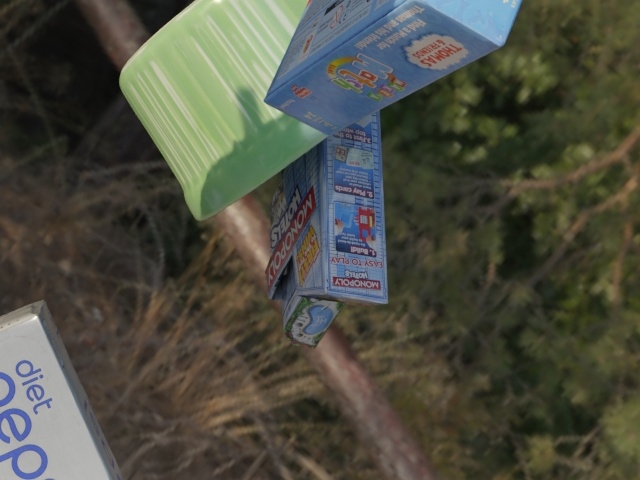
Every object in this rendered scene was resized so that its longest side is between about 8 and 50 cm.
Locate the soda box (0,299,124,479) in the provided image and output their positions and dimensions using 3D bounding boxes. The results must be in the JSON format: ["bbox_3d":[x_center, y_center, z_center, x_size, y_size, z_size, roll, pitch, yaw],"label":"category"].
[{"bbox_3d":[-0.164,0.188,0.797,0.091,0.098,0.286,-161,-131,-79],"label":"soda box"}]

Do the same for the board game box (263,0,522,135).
[{"bbox_3d":[0.056,-0.153,0.481,0.039,0.211,0.160,26,-13,-15],"label":"board game box"}]

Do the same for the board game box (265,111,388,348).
[{"bbox_3d":[0.000,0.000,1.098,0.060,0.194,0.194,10,49,-21],"label":"board game box"}]

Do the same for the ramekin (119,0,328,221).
[{"bbox_3d":[-0.031,-0.165,1.113,0.148,0.303,0.303,53,28,-6],"label":"ramekin"}]
